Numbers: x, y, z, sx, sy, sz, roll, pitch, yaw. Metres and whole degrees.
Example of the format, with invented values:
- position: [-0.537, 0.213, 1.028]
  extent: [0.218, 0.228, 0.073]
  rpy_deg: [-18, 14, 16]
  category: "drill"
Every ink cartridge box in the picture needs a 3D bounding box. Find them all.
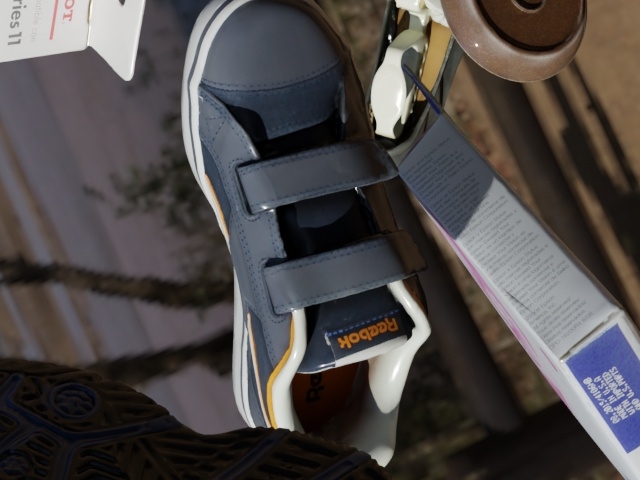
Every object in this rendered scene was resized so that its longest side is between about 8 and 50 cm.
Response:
- position: [0.180, 0.059, 1.440]
  extent: [0.324, 0.071, 0.330]
  rpy_deg: [50, -178, -44]
  category: "ink cartridge box"
- position: [-0.289, -0.296, 1.633]
  extent: [0.353, 0.119, 0.207]
  rpy_deg: [42, 132, 38]
  category: "ink cartridge box"

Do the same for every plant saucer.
- position: [0.191, -0.235, 1.766]
  extent: [0.029, 0.168, 0.168]
  rpy_deg: [-22, 93, 60]
  category: "plant saucer"

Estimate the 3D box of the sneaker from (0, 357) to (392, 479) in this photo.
- position: [-0.076, 0.110, 0.732]
  extent: [0.080, 0.211, 0.081]
  rpy_deg: [-75, 4, -52]
  category: "sneaker"

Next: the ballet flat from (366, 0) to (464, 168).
- position: [0.100, -0.204, 1.803]
  extent: [0.096, 0.095, 0.280]
  rpy_deg: [-11, -66, -69]
  category: "ballet flat"

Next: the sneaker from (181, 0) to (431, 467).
- position: [0.000, 0.000, 1.155]
  extent: [0.127, 0.126, 0.321]
  rpy_deg: [34, 138, 58]
  category: "sneaker"
